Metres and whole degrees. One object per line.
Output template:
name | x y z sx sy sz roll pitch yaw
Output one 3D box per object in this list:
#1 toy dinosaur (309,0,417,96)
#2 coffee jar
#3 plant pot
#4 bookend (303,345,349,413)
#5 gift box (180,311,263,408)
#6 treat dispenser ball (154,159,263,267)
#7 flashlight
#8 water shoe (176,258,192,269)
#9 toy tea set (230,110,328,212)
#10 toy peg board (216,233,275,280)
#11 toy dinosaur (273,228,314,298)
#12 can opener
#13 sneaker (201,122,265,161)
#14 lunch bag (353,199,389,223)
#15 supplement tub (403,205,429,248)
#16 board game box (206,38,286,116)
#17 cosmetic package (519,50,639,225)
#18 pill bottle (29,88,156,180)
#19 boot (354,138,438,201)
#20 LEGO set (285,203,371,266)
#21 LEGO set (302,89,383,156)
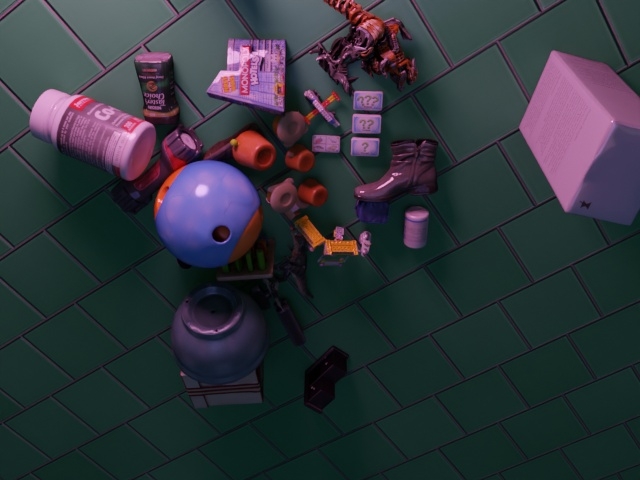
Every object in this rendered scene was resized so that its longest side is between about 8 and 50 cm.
toy dinosaur | 0.098 -0.485 1.725 0.218 0.164 0.322 -43 95 9
coffee jar | -0.419 -0.387 1.807 0.096 0.079 0.184 -1 124 2
plant pot | -0.298 0.240 2.012 0.293 0.293 0.196 0 144 1
bookend | 0.020 0.460 2.308 0.072 0.157 0.156 34 118 -20
gift box | -0.316 0.362 2.202 0.258 0.276 0.255 -4 136 -1
treat dispenser ball | -0.297 -0.069 1.867 0.288 0.288 0.288 0 123 1
flashlight | -0.458 -0.195 1.927 0.304 0.103 0.103 -33 154 25
water shoe | -0.379 0.019 2.071 0.073 0.080 0.203 25 120 -14
toy tea set | -0.109 -0.200 1.893 0.200 0.124 0.336 -38 132 -17
toy peg board | -0.218 0.031 2.024 0.161 0.160 0.079 -4 129 3
toy dinosaur | -0.090 0.088 2.127 0.118 0.064 0.268 -8 126 -2
can opener | -0.132 0.224 2.204 0.093 0.074 0.280 -29 122 2
sneaker | -0.235 -0.245 1.905 0.188 0.066 0.071 -28 119 18
lunch bag | 0.144 -0.089 2.001 0.098 0.065 0.067 4 109 -9
supplement tub | 0.278 -0.039 2.030 0.071 0.071 0.107 0 122 1
board game box | -0.183 -0.411 1.742 0.194 0.060 0.194 0 87 -1
cosmetic package | 0.634 -0.257 1.653 0.161 0.453 0.230 12 123 -7
pill bottle | -0.587 -0.278 1.806 0.283 0.161 0.161 23 122 4
boot | 0.206 -0.201 1.932 0.246 0.083 0.161 -9 116 0
LEGO set | 0.000 0.000 2.040 0.287 0.132 0.107 21 148 -9
LEGO set | 0.041 -0.309 1.866 0.244 0.060 0.182 3 120 1
